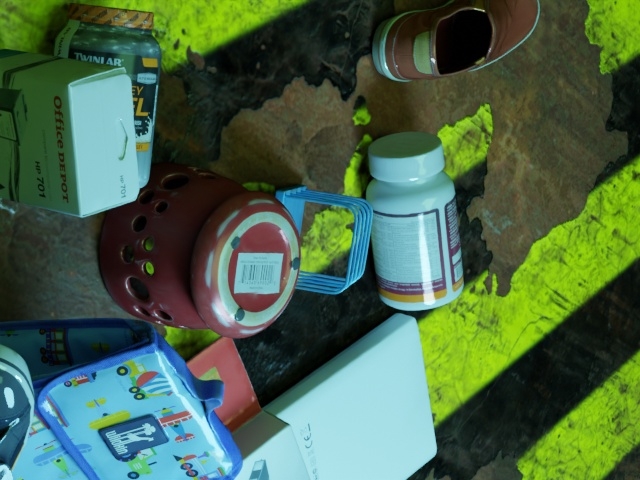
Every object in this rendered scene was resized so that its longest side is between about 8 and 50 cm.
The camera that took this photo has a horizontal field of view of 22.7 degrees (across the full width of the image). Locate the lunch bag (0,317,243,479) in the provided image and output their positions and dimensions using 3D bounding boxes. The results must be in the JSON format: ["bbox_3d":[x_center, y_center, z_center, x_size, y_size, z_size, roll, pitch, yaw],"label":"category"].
[{"bbox_3d":[-0.230,0.180,1.657,0.138,0.293,0.221,-81,152,-46],"label":"lunch bag"}]

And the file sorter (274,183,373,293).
[{"bbox_3d":[0.000,0.000,1.976,0.170,0.104,0.118,-28,128,-81],"label":"file sorter"}]

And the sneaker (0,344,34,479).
[{"bbox_3d":[-0.360,0.241,1.546,0.126,0.127,0.321,14,129,-19],"label":"sneaker"}]

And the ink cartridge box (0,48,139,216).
[{"bbox_3d":[-0.280,-0.111,1.612,0.082,0.190,0.140,-21,115,-44],"label":"ink cartridge box"}]

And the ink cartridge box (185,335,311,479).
[{"bbox_3d":[-0.161,0.299,1.921,0.296,0.066,0.261,-36,125,-26],"label":"ink cartridge box"}]

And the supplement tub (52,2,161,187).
[{"bbox_3d":[-0.233,-0.155,1.712,0.117,0.117,0.190,-3,102,-49],"label":"supplement tub"}]

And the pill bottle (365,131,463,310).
[{"bbox_3d":[0.125,-0.027,2.155,0.121,0.121,0.221,-29,121,-41],"label":"pill bottle"}]

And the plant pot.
[{"bbox_3d":[-0.130,0.013,1.837,0.191,0.174,0.191,-13,108,-47],"label":"plant pot"}]

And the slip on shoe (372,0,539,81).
[{"bbox_3d":[0.209,-0.285,2.198,0.331,0.101,0.123,-23,115,-45],"label":"slip on shoe"}]

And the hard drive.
[{"bbox_3d":[0.022,0.280,2.179,0.353,0.047,0.233,-32,122,-39],"label":"hard drive"}]
